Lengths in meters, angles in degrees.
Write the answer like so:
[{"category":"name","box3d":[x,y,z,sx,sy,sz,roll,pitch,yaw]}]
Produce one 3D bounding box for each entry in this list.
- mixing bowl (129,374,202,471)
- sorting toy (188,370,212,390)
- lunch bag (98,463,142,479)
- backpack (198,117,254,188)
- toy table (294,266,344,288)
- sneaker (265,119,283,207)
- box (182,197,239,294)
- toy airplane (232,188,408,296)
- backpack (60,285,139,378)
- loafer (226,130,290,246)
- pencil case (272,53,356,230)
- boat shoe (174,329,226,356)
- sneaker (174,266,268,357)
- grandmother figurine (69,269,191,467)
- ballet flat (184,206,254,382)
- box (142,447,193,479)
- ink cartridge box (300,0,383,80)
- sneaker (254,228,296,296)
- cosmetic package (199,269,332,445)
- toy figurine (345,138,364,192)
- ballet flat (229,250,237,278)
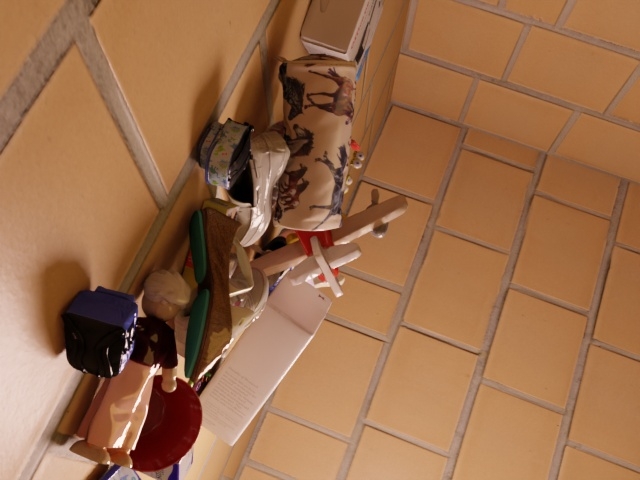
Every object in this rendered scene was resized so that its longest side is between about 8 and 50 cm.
[{"category":"mixing bowl","box3d":[-0.328,0.336,1.290,0.098,0.181,0.182,5,-109,57]},{"category":"sorting toy","box3d":[-0.320,0.372,1.816,0.102,0.042,0.061,-56,164,-61]},{"category":"lunch bag","box3d":[-0.418,0.525,1.343,0.129,0.096,0.151,-49,144,-64]},{"category":"backpack","box3d":[-0.179,-0.157,1.249,0.105,0.084,0.114,100,8,-53]},{"category":"toy table","box3d":[-0.059,0.124,2.423,0.161,0.252,0.274,-44,168,-34]},{"category":"sneaker","box3d":[-0.117,-0.185,1.658,0.104,0.095,0.237,-67,-179,-81]},{"category":"box","box3d":[-0.239,0.030,1.422,0.087,0.058,0.232,-37,147,-75]},{"category":"toy airplane","box3d":[0.000,0.000,1.795,0.385,0.386,0.272,-61,148,-23]},{"category":"backpack","box3d":[-0.316,0.138,0.996,0.101,0.097,0.120,-65,171,-58]},{"category":"loafer","box3d":[-0.163,-0.108,1.513,0.111,0.112,0.320,-15,141,-35]},{"category":"pencil case","box3d":[-0.023,-0.211,1.530,0.160,0.183,0.411,-23,124,-54]},{"category":"boat shoe","box3d":[-0.254,0.189,1.438,0.065,0.183,0.083,17,87,-40]},{"category":"sneaker","box3d":[-0.198,0.128,1.376,0.252,0.103,0.111,-44,148,-36]},{"category":"grandmother figurine","box3d":[-0.320,0.209,1.176,0.208,0.104,0.343,53,54,-64]},{"category":"ballet flat","box3d":[-0.187,0.099,1.279,0.116,0.124,0.343,-43,-136,52]},{"category":"box","box3d":[-0.347,0.450,1.446,0.126,0.137,0.072,103,11,-45]},{"category":"ink cartridge box","box3d":[0.064,-0.568,1.757,0.307,0.129,0.223,-8,119,-82]},{"category":"sneaker","box3d":[-0.147,0.085,2.093,0.182,0.127,0.316,-35,153,-54]},{"category":"cosmetic package","box3d":[-0.169,0.330,1.899,0.453,0.161,0.230,-55,180,23]},{"category":"toy figurine","box3d":[-0.039,-0.221,2.132,0.363,0.191,0.217,-61,140,-15]},{"category":"ballet flat","box3d":[-0.263,0.133,1.545,0.058,0.084,0.250,26,85,-43]}]
